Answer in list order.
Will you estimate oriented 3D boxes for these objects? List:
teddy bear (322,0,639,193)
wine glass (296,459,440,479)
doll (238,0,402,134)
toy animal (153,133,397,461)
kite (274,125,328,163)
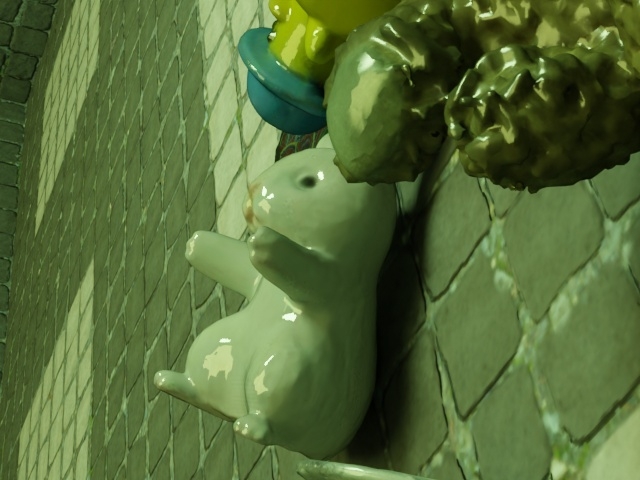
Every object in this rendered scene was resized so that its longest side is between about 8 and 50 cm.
[{"bbox_3d":[0.137,-0.114,0.450,0.267,0.156,0.256,-64,21,-2],"label":"teddy bear"},{"bbox_3d":[0.027,0.212,0.549,0.165,0.165,0.196,155,129,-64],"label":"wine glass"},{"bbox_3d":[0.034,-0.192,0.801,0.199,0.145,0.363,-61,5,-24],"label":"doll"},{"bbox_3d":[-0.013,0.005,0.778,0.140,0.138,0.282,7,86,60],"label":"toy animal"},{"bbox_3d":[-0.011,-0.149,1.039,0.152,0.015,0.285,-39,46,54],"label":"kite"}]
